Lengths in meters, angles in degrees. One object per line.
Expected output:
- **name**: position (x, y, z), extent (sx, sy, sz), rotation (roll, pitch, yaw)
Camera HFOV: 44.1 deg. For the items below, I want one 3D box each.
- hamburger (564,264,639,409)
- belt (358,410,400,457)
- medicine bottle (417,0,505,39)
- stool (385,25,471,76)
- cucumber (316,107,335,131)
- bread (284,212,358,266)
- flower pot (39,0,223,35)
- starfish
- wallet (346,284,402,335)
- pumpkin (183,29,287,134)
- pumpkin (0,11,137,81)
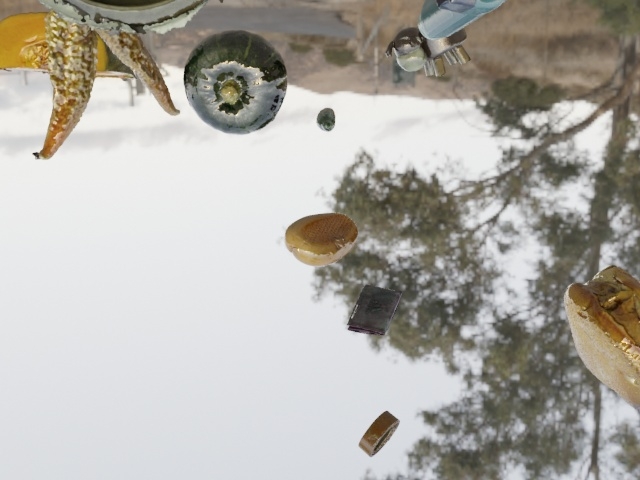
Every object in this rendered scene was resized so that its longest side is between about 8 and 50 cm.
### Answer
- **hamburger**: position (0.633, 0.208, 1.622), extent (0.170, 0.314, 0.290), rotation (-27, -144, 1)
- **belt**: position (0.102, 0.341, 1.401), extent (0.036, 0.083, 0.059), rotation (36, 174, 27)
- **medicine bottle**: position (0.224, -0.404, 1.344), extent (0.124, 0.079, 0.258), rotation (-4, -179, -12)
- **stool**: position (0.232, -0.409, 1.679), extent (0.217, 0.121, 0.125), rotation (-35, -160, -36)
- **cucumber**: position (0.011, -0.218, 1.411), extent (0.037, 0.037, 0.155), rotation (-1, -164, 1)
- **bread**: position (0.000, 0.000, 1.599), extent (0.114, 0.077, 0.189), rotation (42, -145, 23)
- **flower pot**: position (-0.220, -0.356, 0.743), extent (0.290, 0.291, 0.259), rotation (-12, -150, -35)
- **starfish**: position (-0.375, -0.340, 1.192), extent (0.132, 0.384, 0.398), rotation (-1, -159, 22)
- **wallet**: position (0.148, 0.190, 2.144), extent (0.111, 0.030, 0.166), rotation (11, -134, 19)
- **pumpkin**: position (-0.133, -0.250, 1.256), extent (0.167, 0.167, 0.125), rotation (-7, -160, -20)
- **pumpkin**: position (-0.490, -0.368, 1.527), extent (0.278, 0.111, 0.163), rotation (2, -177, 5)
